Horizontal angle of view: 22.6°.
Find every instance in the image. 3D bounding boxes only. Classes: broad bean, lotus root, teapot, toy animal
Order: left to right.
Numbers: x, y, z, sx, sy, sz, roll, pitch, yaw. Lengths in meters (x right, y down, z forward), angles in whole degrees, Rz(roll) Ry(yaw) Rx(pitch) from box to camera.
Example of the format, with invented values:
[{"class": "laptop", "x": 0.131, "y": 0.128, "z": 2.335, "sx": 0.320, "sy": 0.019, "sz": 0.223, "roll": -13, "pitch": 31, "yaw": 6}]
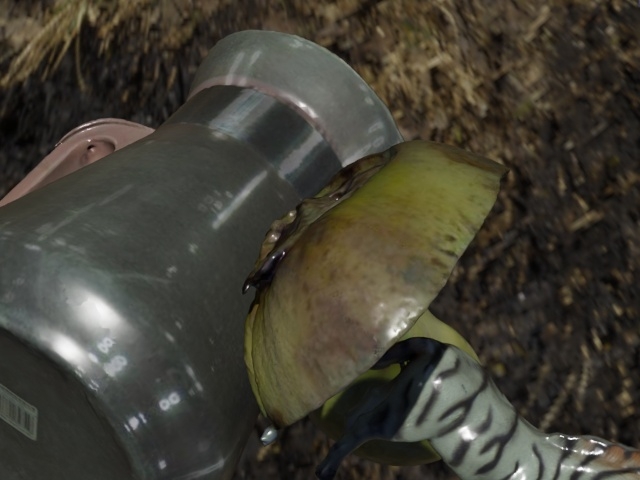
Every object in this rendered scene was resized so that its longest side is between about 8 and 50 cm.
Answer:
[{"class": "teapot", "x": -0.122, "y": 0.017, "z": 1.154, "sx": 0.300, "sy": 0.344, "sz": 0.253, "roll": 16, "pitch": 135, "yaw": 29}, {"class": "lotus root", "x": 0.011, "y": 0.010, "z": 0.867, "sx": 0.078, "sy": 0.203, "sz": 0.183, "roll": 42, "pitch": 144, "yaw": -6}, {"class": "broad bean", "x": 0.075, "y": 0.153, "z": 1.709, "sx": 0.189, "sy": 0.121, "sz": 0.263, "roll": -28, "pitch": 121, "yaw": 9}, {"class": "toy animal", "x": 0.122, "y": 0.176, "z": 1.198, "sx": 0.255, "sy": 0.090, "sz": 0.170, "roll": 27, "pitch": 117, "yaw": -2}]

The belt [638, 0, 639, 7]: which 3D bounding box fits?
[{"class": "belt", "x": 0.147, "y": -0.268, "z": 0.903, "sx": 0.295, "sy": 0.207, "sz": 0.160, "roll": 42, "pitch": 136, "yaw": 22}]
